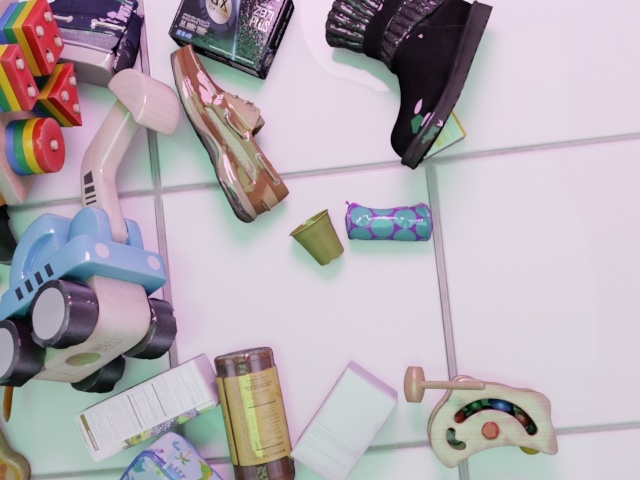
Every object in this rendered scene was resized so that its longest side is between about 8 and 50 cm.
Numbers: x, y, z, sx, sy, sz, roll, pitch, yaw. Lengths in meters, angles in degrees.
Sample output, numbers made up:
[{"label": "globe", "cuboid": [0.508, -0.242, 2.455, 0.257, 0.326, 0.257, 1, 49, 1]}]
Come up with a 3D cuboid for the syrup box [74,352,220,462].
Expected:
[{"label": "syrup box", "cuboid": [-0.299, 0.294, 1.393, 0.237, 0.093, 0.096, -26, 87, 4]}]

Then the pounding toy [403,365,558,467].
[{"label": "pounding toy", "cuboid": [0.263, 0.309, 1.313, 0.269, 0.155, 0.154, 11, 85, 5]}]

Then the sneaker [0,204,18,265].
[{"label": "sneaker", "cuboid": [-0.620, -0.074, 1.430, 0.106, 0.101, 0.267, -38, 86, 0]}]

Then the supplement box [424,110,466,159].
[{"label": "supplement box", "cuboid": [0.199, -0.186, 1.394, 0.098, 0.036, 0.062, -28, 86, 2]}]

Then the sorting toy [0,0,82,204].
[{"label": "sorting toy", "cuboid": [-0.467, -0.236, 1.264, 0.089, 0.255, 0.257, -4, 43, 6]}]

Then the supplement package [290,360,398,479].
[{"label": "supplement package", "cuboid": [0.043, 0.313, 1.357, 0.105, 0.105, 0.179, 34, 92, 6]}]

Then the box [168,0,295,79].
[{"label": "box", "cuboid": [-0.157, -0.393, 1.410, 0.180, 0.077, 0.147, 23, 90, 5]}]

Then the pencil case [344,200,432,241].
[{"label": "pencil case", "cuboid": [0.118, -0.034, 1.382, 0.151, 0.064, 0.070, 0, 104, 4]}]

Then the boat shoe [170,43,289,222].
[{"label": "boat shoe", "cuboid": [-0.157, -0.195, 1.393, 0.120, 0.122, 0.324, -25, 93, -3]}]

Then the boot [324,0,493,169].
[{"label": "boot", "cuboid": [0.118, -0.304, 1.333, 0.260, 0.131, 0.348, 22, 67, 4]}]

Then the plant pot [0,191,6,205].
[{"label": "plant pot", "cuboid": [-0.628, -0.211, 1.332, 0.291, 0.203, 0.291, 4, 68, -9]}]

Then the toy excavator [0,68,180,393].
[{"label": "toy excavator", "cuboid": [-0.388, -0.015, 1.342, 0.433, 0.222, 0.445, -33, 60, 28]}]

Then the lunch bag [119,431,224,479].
[{"label": "lunch bag", "cuboid": [-0.242, 0.454, 1.359, 0.219, 0.090, 0.176, 46, 127, 5]}]

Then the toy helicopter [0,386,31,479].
[{"label": "toy helicopter", "cuboid": [-0.615, 0.297, 1.424, 0.235, 0.140, 0.355, -26, 97, -5]}]

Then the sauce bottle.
[{"label": "sauce bottle", "cuboid": [-0.105, 0.360, 1.368, 0.111, 0.111, 0.344, -10, 89, 5]}]

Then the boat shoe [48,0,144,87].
[{"label": "boat shoe", "cuboid": [-0.482, -0.390, 1.431, 0.340, 0.127, 0.158, 15, 75, 4]}]

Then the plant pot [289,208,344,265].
[{"label": "plant pot", "cuboid": [0.000, 0.000, 1.390, 0.083, 0.083, 0.079, -33, 98, 3]}]
